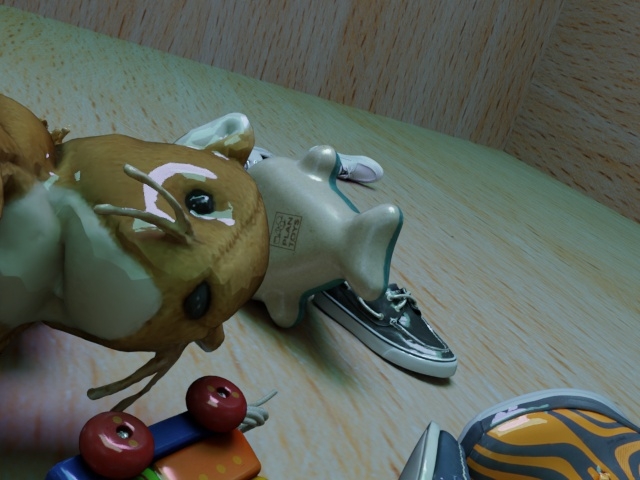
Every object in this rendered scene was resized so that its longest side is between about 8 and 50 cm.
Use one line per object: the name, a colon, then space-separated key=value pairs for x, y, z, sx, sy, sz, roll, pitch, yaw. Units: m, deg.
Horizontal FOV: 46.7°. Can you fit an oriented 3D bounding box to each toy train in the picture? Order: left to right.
toy train: x=-0.049 y=0.169 z=0.482 sx=0.143 sy=0.105 sz=0.248 roll=39 pitch=23 yaw=23

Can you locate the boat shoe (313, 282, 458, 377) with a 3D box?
boat shoe: x=0.079 y=0.089 z=0.905 sx=0.219 sy=0.070 sz=0.077 roll=31 pitch=21 yaw=34

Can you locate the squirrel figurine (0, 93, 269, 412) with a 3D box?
squirrel figurine: x=-0.233 y=-0.027 z=0.525 sx=0.370 sy=0.281 sz=0.397 roll=1 pitch=13 yaw=-19

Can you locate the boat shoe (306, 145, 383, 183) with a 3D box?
boat shoe: x=0.053 y=-0.171 z=1.710 sx=0.184 sy=0.066 sz=0.063 roll=23 pitch=31 yaw=5

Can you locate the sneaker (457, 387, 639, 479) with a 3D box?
sneaker: x=0.271 y=0.226 z=0.594 sx=0.320 sy=0.125 sz=0.180 roll=14 pitch=16 yaw=-16

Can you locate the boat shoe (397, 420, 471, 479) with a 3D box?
boat shoe: x=0.083 y=0.212 z=0.485 sx=0.079 sy=0.095 sz=0.254 roll=19 pitch=18 yaw=4

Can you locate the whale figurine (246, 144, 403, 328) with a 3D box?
whale figurine: x=0.000 y=0.000 z=0.867 sx=0.141 sy=0.217 sz=0.272 roll=16 pitch=-4 yaw=-44

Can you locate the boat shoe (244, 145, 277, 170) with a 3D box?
boat shoe: x=-0.137 y=-0.134 z=1.324 sx=0.084 sy=0.095 sz=0.258 roll=22 pitch=17 yaw=22
